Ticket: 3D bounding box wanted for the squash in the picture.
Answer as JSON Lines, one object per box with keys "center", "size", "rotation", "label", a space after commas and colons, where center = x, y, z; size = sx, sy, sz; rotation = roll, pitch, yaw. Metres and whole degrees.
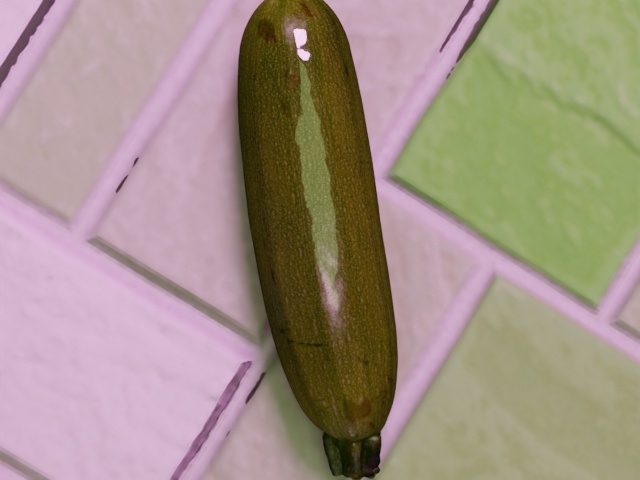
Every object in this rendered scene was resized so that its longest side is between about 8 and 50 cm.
{"center": [0.000, 0.000, 0.861], "size": [0.066, 0.066, 0.252], "rotation": [-10, 94, -10], "label": "squash"}
